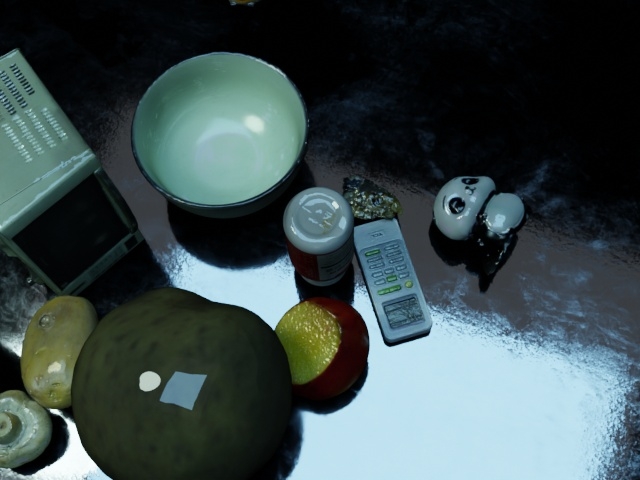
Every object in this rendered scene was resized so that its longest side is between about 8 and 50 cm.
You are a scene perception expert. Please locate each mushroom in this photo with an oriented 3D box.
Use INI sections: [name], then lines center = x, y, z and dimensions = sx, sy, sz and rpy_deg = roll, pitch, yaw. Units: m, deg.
[mushroom]
center = -0.577, 0.354, 1.685
dimensions = 0.148, 0.112, 0.148
rpy_deg = -4, 68, 10

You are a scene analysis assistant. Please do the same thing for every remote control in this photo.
[remote control]
center = 0.141, 0.077, 1.805
dimensions = 0.103, 0.034, 0.250
rpy_deg = -15, 70, -4

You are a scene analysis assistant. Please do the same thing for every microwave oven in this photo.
[microwave oven]
center = -0.542, -0.099, 1.706
dimensions = 0.247, 0.394, 0.333
rpy_deg = -36, 72, -11

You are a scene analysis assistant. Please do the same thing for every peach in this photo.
[peach]
center = -0.002, 0.200, 1.680
dimensions = 0.190, 0.192, 0.190
rpy_deg = -1, 57, 2

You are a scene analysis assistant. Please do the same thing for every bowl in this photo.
[bowl]
center = -0.194, -0.189, 1.839
dimensions = 0.354, 0.185, 0.353
rpy_deg = -1, 69, 2

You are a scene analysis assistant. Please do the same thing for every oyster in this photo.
[oyster]
center = 0.104, -0.087, 1.851
dimensions = 0.148, 0.051, 0.103
rpy_deg = 16, 57, 15

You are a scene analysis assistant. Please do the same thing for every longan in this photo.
[longan]
center = -0.244, 0.269, 1.585
dimensions = 0.405, 0.336, 0.404
rpy_deg = -10, 61, 19

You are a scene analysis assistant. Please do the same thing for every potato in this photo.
[potato]
center = -0.497, 0.213, 1.720
dimensions = 0.150, 0.146, 0.234
rpy_deg = 2, 47, -6

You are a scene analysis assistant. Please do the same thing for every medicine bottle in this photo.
[medicine bottle]
center = 0.000, 0.000, 1.724
dimensions = 0.131, 0.250, 0.131
rpy_deg = -1, 69, 2

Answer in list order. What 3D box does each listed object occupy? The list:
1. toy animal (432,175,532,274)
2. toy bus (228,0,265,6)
[toy animal]
center = 0.309, -0.046, 1.790
dimensions = 0.179, 0.138, 0.166
rpy_deg = 34, 58, 9
[toy bus]
center = -0.226, -0.724, 2.060
dimensions = 0.171, 0.162, 0.386
rpy_deg = -28, 71, -9
